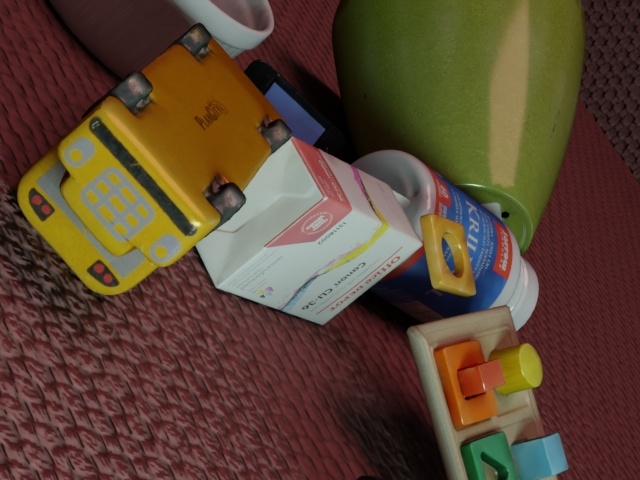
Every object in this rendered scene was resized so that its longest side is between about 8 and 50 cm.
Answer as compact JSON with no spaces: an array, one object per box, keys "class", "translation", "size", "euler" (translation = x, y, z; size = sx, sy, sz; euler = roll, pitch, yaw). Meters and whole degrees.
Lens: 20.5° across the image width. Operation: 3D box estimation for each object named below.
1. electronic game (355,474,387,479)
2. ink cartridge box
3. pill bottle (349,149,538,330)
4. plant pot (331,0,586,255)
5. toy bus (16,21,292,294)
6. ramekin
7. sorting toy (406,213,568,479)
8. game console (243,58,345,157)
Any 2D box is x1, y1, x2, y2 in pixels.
[{"class":"electronic game","translation":[0.104,0.237,1.153],"size":[0.229,0.048,0.229],"euler":[42,-13,12]},{"class":"ink cartridge box","translation":[0.000,0.000,1.402],"size":[0.198,0.115,0.067],"euler":[22,34,-57]},{"class":"pill bottle","translation":[0.108,0.013,1.630],"size":[0.221,0.124,0.124],"euler":[31,26,-46]},{"class":"plant pot","translation":[0.144,-0.115,1.811],"size":[0.275,0.275,0.293],"euler":[40,35,-32]},{"class":"toy bus","translation":[-0.111,-0.059,1.221],"size":[0.108,0.130,0.332],"euler":[50,17,-7]},{"class":"ramekin","translation":[-0.147,-0.219,1.492],"size":[0.207,0.109,0.207],"euler":[44,18,-19]},{"class":"sorting toy","translation":[0.144,0.141,1.398],"size":[0.196,0.047,0.347],"euler":[-7,80,-62]},{"class":"game console","translation":[-0.034,-0.082,1.566],"size":[0.122,0.107,0.071],"euler":[43,-9,-27]}]
